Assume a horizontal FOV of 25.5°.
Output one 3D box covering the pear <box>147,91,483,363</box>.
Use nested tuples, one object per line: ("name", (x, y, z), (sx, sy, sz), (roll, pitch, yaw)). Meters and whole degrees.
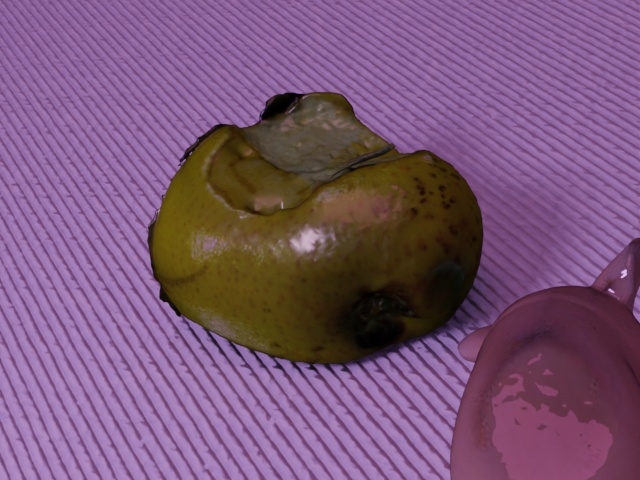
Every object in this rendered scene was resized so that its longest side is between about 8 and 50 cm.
("pear", (0.000, 0.000, 1.210), (0.238, 0.164, 0.255), (-29, 36, -21))

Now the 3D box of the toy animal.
("toy animal", (0.162, 0.124, 0.954), (0.166, 0.154, 0.250), (-15, 29, 19))
